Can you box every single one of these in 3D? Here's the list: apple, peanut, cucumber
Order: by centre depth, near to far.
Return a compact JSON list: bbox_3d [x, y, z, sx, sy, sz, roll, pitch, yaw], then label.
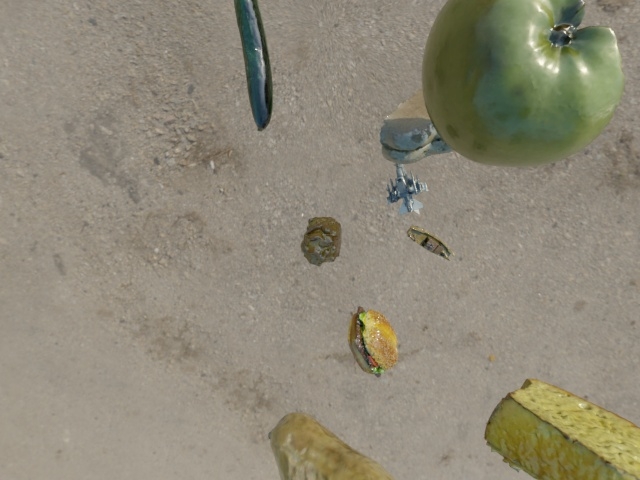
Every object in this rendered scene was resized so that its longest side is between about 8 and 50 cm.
[{"bbox_3d":[0.019,0.274,0.461,0.214,0.099,0.099,5,127,43],"label":"peanut"},{"bbox_3d":[0.271,-0.261,0.587,0.233,0.258,0.295,5,94,7],"label":"apple"},{"bbox_3d":[-0.126,-0.358,0.774,0.056,0.056,0.284,-5,106,4],"label":"cucumber"}]

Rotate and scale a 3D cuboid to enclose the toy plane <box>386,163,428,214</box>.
[{"bbox_3d":[0.278,-0.190,1.349,0.160,0.082,0.234,-18,93,42],"label":"toy plane"}]

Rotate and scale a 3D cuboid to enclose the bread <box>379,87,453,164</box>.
[{"bbox_3d":[0.285,-0.286,0.951,0.183,0.337,0.102,18,138,32],"label":"bread"}]

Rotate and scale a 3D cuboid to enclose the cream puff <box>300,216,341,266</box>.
[{"bbox_3d":[0.000,0.000,0.922,0.094,0.116,0.122,3,148,16],"label":"cream puff"}]

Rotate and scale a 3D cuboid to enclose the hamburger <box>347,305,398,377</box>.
[{"bbox_3d":[0.127,0.227,0.926,0.087,0.137,0.166,-14,132,21],"label":"hamburger"}]

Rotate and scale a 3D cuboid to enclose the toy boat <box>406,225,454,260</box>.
[{"bbox_3d":[0.418,0.011,1.517,0.206,0.072,0.064,30,113,-10],"label":"toy boat"}]

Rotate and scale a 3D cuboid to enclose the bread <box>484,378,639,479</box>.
[{"bbox_3d":[0.239,0.187,0.343,0.103,0.187,0.065,5,101,-28],"label":"bread"}]
